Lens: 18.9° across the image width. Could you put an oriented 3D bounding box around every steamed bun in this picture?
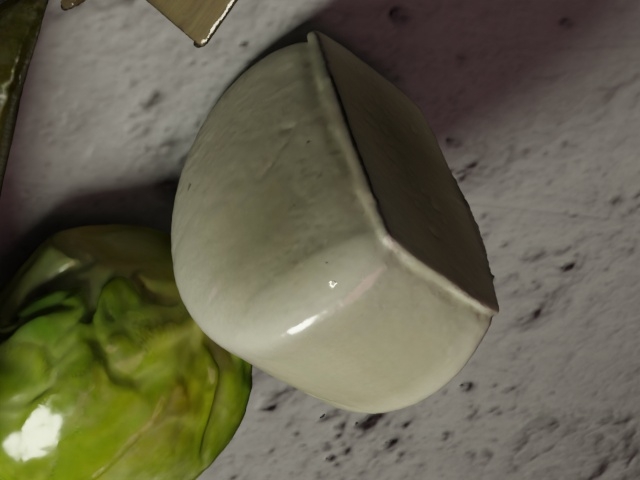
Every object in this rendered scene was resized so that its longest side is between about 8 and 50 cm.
[{"bbox_3d":[0.000,0.000,1.246,0.164,0.242,0.146,-41,131,21],"label":"steamed bun"}]

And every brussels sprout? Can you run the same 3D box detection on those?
[{"bbox_3d":[-0.148,0.103,1.321,0.223,0.161,0.223,-8,129,-10],"label":"brussels sprout"}]

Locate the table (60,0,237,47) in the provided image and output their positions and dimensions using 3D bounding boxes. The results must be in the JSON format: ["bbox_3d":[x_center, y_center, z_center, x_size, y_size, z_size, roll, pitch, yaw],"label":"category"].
[{"bbox_3d":[-0.062,-0.229,1.088,0.167,0.167,0.227,14,131,-33],"label":"table"}]

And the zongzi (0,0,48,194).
[{"bbox_3d":[-0.342,-0.014,1.157,0.323,0.160,0.361,11,107,-23],"label":"zongzi"}]
